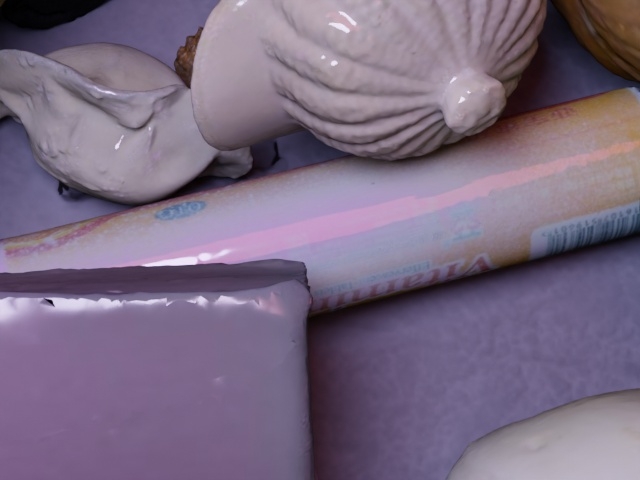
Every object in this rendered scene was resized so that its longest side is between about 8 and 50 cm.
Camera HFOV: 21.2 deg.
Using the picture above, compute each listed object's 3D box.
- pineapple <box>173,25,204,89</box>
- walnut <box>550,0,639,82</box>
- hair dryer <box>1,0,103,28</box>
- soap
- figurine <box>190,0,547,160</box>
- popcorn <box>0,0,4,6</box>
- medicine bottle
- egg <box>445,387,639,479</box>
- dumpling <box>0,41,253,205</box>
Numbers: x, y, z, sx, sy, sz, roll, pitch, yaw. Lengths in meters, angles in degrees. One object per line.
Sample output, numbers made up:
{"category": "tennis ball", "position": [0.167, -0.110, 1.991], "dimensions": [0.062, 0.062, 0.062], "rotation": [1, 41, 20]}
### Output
{"category": "pineapple", "position": [-0.041, -0.139, 1.112], "dimensions": [0.058, 0.058, 0.124], "rotation": [37, 63, 10]}
{"category": "walnut", "position": [0.280, -0.217, 1.010], "dimensions": [0.313, 0.277, 0.252], "rotation": [-22, 76, -8]}
{"category": "hair dryer", "position": [-0.118, -0.264, 1.139], "dimensions": [0.251, 0.089, 0.197], "rotation": [-16, 72, -14]}
{"category": "soap", "position": [-0.137, 0.163, 0.928], "dimensions": [0.285, 0.107, 0.296], "rotation": [-1, 100, 0]}
{"category": "figurine", "position": [0.021, -0.205, 0.999], "dimensions": [0.204, 0.185, 0.332], "rotation": [-17, 68, 36]}
{"category": "popcorn", "position": [-0.301, -0.192, 0.957], "dimensions": [0.294, 0.334, 0.292], "rotation": [12, 35, 0]}
{"category": "medicine bottle", "position": [0.000, 0.000, 1.041], "dimensions": [0.426, 0.108, 0.108], "rotation": [-14, 74, -6]}
{"category": "egg", "position": [0.175, 0.244, 0.871], "dimensions": [0.283, 0.283, 0.345], "rotation": [5, 81, 2]}
{"category": "dumpling", "position": [-0.127, -0.080, 1.044], "dimensions": [0.169, 0.134, 0.100], "rotation": [35, 76, 7]}
